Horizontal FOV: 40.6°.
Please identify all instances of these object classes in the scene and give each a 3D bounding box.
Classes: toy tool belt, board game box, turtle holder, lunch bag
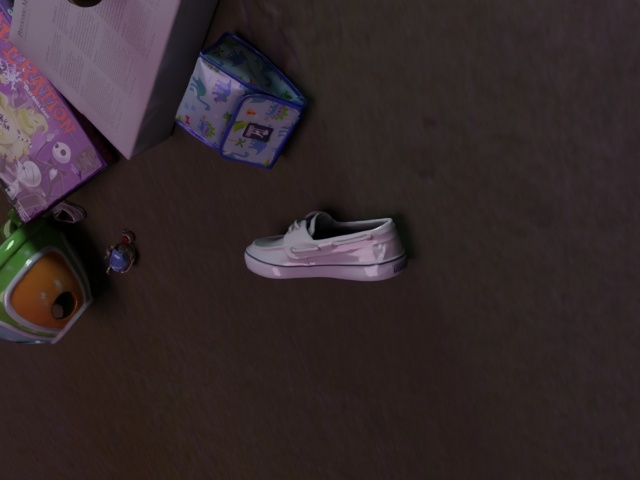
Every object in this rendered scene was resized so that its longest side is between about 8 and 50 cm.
[{"bbox_3d":[-0.362,0.025,1.559,0.052,0.051,0.083,38,136,16],"label":"toy tool belt"},{"bbox_3d":[-0.522,-0.224,1.475,0.208,0.056,0.347,-32,95,17],"label":"board game box"},{"bbox_3d":[-0.578,0.099,1.670,0.227,0.243,0.320,41,131,-12],"label":"turtle holder"},{"bbox_3d":[-0.104,-0.178,1.161,0.151,0.096,0.129,34,135,0],"label":"lunch bag"}]

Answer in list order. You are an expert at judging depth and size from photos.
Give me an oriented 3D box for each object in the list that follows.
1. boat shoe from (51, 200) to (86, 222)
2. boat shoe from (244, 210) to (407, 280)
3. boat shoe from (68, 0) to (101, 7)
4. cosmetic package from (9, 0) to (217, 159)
[{"bbox_3d":[-0.485,-0.052,1.631,0.100,0.035,0.035,18,128,33],"label":"boat shoe"},{"bbox_3d":[0.000,0.000,1.195,0.258,0.095,0.084,-1,113,31],"label":"boat shoe"},{"bbox_3d":[-0.317,-0.403,1.070,0.073,0.080,0.224,14,119,42],"label":"boat shoe"},{"bbox_3d":[-0.292,-0.341,1.211,0.284,0.097,0.377,43,137,9],"label":"cosmetic package"}]
